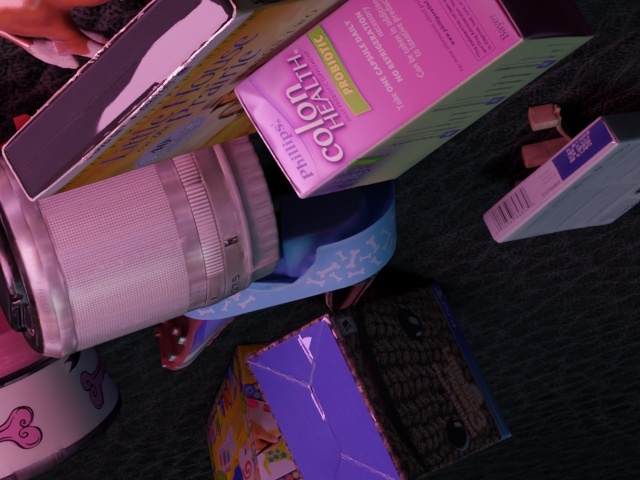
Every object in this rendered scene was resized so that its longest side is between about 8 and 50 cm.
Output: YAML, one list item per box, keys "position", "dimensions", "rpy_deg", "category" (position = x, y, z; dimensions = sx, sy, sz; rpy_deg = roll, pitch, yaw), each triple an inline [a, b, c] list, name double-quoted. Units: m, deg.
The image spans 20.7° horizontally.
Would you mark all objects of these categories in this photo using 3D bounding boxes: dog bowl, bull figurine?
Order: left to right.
- position: [-0.436, 0.156, 1.959]
  dimensions: [0.408, 0.150, 0.408]
  rpy_deg: [-10, -163, 3]
  category: "dog bowl"
- position: [-0.173, -0.257, 1.519]
  dimensions: [0.310, 0.101, 0.188]
  rpy_deg: [-25, 135, 30]
  category: "bull figurine"
- position: [-0.051, 0.005, 1.984]
  dimensions: [0.297, 0.166, 0.074]
  rpy_deg: [-14, 123, 5]
  category: "dog bowl"

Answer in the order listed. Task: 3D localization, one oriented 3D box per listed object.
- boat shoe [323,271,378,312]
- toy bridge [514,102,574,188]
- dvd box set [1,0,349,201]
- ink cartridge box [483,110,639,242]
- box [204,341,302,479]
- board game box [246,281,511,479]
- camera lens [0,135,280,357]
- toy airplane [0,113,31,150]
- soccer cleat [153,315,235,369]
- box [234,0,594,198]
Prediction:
- position: [0.048, 0.019, 2.165]
  dimensions: [0.077, 0.070, 0.219]
  rpy_deg: [-4, 151, -15]
  category: "boat shoe"
- position: [0.269, -0.105, 2.065]
  dimensions: [0.063, 0.026, 0.188]
  rpy_deg: [-11, 152, -6]
  category: "toy bridge"
- position: [-0.048, -0.174, 1.581]
  dimensions: [0.307, 0.062, 0.420]
  rpy_deg: [-37, 171, 38]
  category: "dvd box set"
- position: [0.338, -0.081, 2.084]
  dimensions: [0.224, 0.045, 0.223]
  rpy_deg: [-7, 154, -44]
  category: "ink cartridge box"
- position: [-0.040, 0.329, 2.489]
  dimensions: [0.177, 0.279, 0.290]
  rpy_deg: [-3, 152, -16]
  category: "box"
- position: [0.079, 0.202, 2.247]
  dimensions: [0.141, 0.232, 0.291]
  rpy_deg: [-30, 171, 31]
  category: "board game box"
- position: [-0.206, -0.016, 1.804]
  dimensions: [0.274, 0.219, 0.219]
  rpy_deg: [-19, 155, -16]
  category: "camera lens"
- position: [-0.340, -0.092, 1.854]
  dimensions: [0.151, 0.028, 0.151]
  rpy_deg: [-10, 154, -5]
  category: "toy airplane"
- position: [-0.141, 0.093, 2.229]
  dimensions: [0.095, 0.083, 0.248]
  rpy_deg: [-3, 149, -26]
  category: "soccer cleat"
- position: [0.086, -0.157, 1.539]
  dimensions: [0.243, 0.117, 0.213]
  rpy_deg: [-36, 172, 24]
  category: "box"
